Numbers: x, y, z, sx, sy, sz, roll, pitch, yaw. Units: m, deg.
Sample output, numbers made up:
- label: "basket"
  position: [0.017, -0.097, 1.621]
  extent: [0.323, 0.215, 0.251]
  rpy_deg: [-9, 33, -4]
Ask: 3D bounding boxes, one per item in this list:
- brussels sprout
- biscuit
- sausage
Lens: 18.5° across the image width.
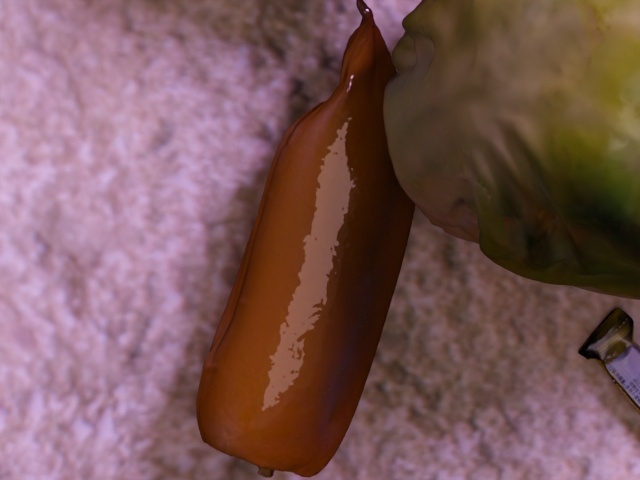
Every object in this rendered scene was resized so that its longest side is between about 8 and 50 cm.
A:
- label: "brussels sprout"
  position: [0.199, -0.084, 1.206]
  extent: [0.344, 0.344, 0.268]
  rpy_deg: [20, 54, -6]
- label: "biscuit"
  position: [0.289, 0.170, 1.402]
  extent: [0.048, 0.026, 0.292]
  rpy_deg: [-40, 98, -3]
- label: "sausage"
  position: [0.004, 0.000, 1.321]
  extent: [0.112, 0.112, 0.328]
  rpy_deg: [16, 96, -6]
